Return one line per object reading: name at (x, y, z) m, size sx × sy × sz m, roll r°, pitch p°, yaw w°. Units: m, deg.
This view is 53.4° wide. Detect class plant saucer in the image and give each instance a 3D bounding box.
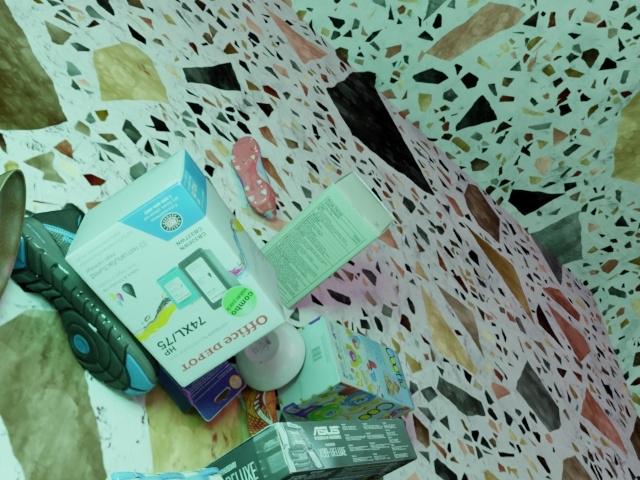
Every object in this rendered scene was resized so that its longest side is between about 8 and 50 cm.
plant saucer at (-0.435, -0.001, 0.838) m, size 0.036 × 0.199 × 0.199 m, roll 12°, pitch 41°, yaw -13°

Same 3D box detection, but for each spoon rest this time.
spoon rest at (-0.131, 0.168, 1.229) m, size 0.276 × 0.137 × 0.084 m, roll 52°, pitch -5°, yaw 31°

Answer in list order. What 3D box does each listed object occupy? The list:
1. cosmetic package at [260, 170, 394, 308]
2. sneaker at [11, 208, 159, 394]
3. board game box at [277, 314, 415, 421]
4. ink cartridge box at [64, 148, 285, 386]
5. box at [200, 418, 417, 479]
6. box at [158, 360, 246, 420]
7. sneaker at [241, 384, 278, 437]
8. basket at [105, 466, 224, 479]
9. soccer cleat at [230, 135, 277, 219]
cosmetic package at (0.000, 0.000, 1.414) m, size 0.153 × 0.296 × 0.129 m, roll 51°, pitch 31°, yaw -1°
sneaker at (-0.350, 0.085, 1.005) m, size 0.341 × 0.125 × 0.139 m, roll 52°, pitch 35°, yaw 2°
board game box at (0.046, 0.280, 1.283) m, size 0.275 × 0.142 × 0.144 m, roll 32°, pitch 33°, yaw -45°
ink cartridge box at (-0.214, 0.039, 0.994) m, size 0.270 × 0.198 × 0.197 m, roll 55°, pitch 4°, yaw -24°
box at (-0.031, 0.369, 1.015) m, size 0.307 × 0.242 × 0.077 m, roll 15°, pitch 45°, yaw -45°
box at (-0.241, 0.204, 1.119) m, size 0.225 × 0.036 × 0.136 m, roll 50°, pitch 30°, yaw 2°
sneaker at (-0.109, 0.309, 1.175) m, size 0.175 × 0.064 × 0.067 m, roll -95°, pitch 170°, yaw -52°
basket at (-0.182, 0.431, 0.775) m, size 0.254 × 0.201 × 0.289 m, roll 17°, pitch 33°, yaw -45°
soccer cleat at (-0.167, -0.161, 1.610) m, size 0.095 × 0.083 × 0.248 m, roll 61°, pitch 6°, yaw -53°
